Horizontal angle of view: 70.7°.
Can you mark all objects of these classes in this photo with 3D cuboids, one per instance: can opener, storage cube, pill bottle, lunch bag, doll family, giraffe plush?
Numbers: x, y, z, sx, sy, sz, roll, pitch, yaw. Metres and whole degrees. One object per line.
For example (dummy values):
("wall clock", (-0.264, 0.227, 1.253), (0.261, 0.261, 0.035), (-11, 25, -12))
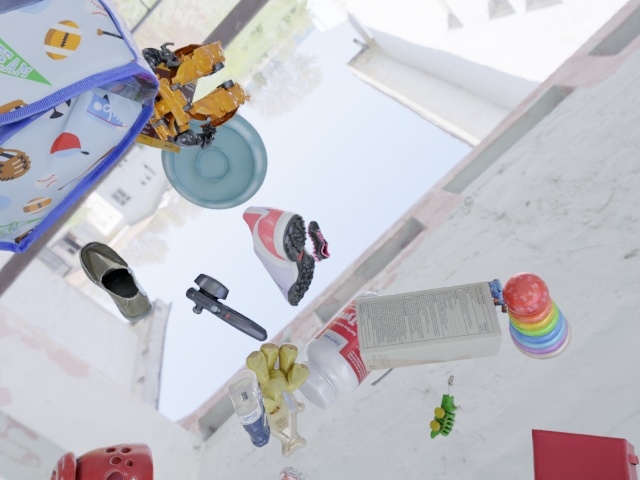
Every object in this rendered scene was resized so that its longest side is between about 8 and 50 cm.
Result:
("can opener", (-0.182, 0.142, 0.888), (0.073, 0.186, 0.059), (-53, -178, 4))
("storage cube", (0.603, 0.549, 1.026), (0.214, 0.183, 0.193), (-10, -120, 36))
("pill bottle", (0.095, 0.386, 1.600), (0.407, 0.229, 0.229), (-40, -167, -30))
("lunch bag", (-0.435, -0.216, 0.593), (0.385, 0.328, 0.239), (-36, 174, 13))
("doll family", (0.484, 0.189, 1.352), (0.192, 0.112, 0.076), (-25, 177, 18))
("giraffe plush", (-0.140, 0.415, 1.279), (0.171, 0.181, 0.210), (-57, -143, 42))

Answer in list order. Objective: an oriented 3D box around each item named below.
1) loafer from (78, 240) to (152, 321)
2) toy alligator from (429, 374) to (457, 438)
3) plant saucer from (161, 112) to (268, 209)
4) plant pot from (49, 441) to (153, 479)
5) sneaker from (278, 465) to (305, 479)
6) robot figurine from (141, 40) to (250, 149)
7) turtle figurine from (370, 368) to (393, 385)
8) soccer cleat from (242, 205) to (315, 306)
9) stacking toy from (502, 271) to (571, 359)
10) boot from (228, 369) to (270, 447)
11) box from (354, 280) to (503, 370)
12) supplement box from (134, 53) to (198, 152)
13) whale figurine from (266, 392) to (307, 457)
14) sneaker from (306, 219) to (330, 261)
("loafer", (-0.485, 0.078, 1.067), (0.094, 0.251, 0.087), (-37, 157, -34))
("toy alligator", (0.345, 0.461, 1.219), (0.051, 0.056, 0.190), (25, -78, 46))
("plant saucer", (-0.316, -0.232, 1.345), (0.317, 0.317, 0.044), (-42, -159, 13))
("plant pot", (-0.445, 0.509, 0.904), (0.191, 0.174, 0.191), (-30, -127, 48))
("sneaker", (-0.039, 0.877, 1.515), (0.090, 0.270, 0.145), (-42, -172, -4))
("robot figurine", (-0.268, -0.306, 0.941), (0.085, 0.211, 0.291), (-14, -154, 34))
("turtle figurine", (0.317, 0.331, 1.463), (0.266, 0.197, 0.275), (-10, -109, 36))
("soccer cleat", (-0.087, 0.037, 1.006), (0.109, 0.116, 0.318), (-60, 159, -29))
("stacking toy", (0.479, 0.167, 1.026), (0.141, 0.330, 0.141), (-16, -123, 26))
("boot", (-0.154, 0.363, 0.984), (0.069, 0.086, 0.190), (-21, -164, -7))
("box", (0.245, 0.202, 1.053), (0.310, 0.121, 0.148), (-8, -126, 9))
("supplement box", (-0.430, -0.337, 1.091), (0.129, 0.191, 0.194), (-24, 133, -79))
("whale figurine", (-0.158, 0.696, 1.766), (0.216, 0.272, 0.141), (-28, 172, -15))
("sneaker", (0.000, 0.000, 1.260), (0.047, 0.120, 0.057), (-17, -175, -43))
